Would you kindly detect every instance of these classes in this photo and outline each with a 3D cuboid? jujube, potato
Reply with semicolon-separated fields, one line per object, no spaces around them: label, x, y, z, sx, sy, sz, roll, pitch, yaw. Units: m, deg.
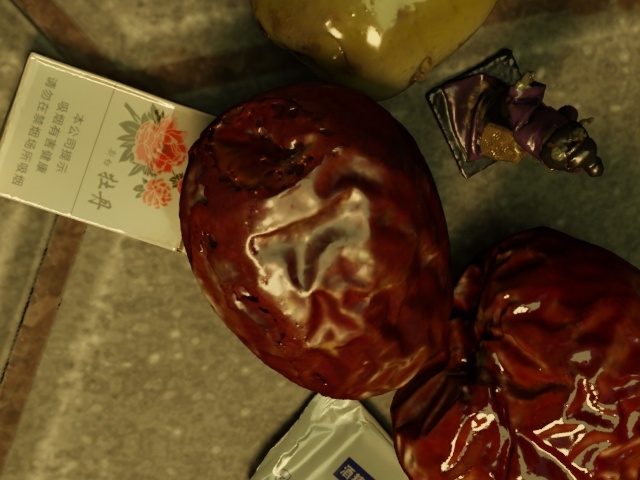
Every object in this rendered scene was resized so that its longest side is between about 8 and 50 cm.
jujube;0.175;0.113;0.849;0.213;0.213;0.232;25;97;-20
potato;0.049;-0.198;0.767;0.154;0.137;0.200;40;94;-20
jujube;0.000;0.000;0.778;0.183;0.183;0.243;-32;137;-4

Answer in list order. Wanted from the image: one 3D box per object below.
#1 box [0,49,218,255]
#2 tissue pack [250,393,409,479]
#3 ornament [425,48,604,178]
box;-0.137;-0.058;0.816;0.198;0.029;0.109;18;99;-18
tissue pack;0.034;0.221;0.940;0.122;0.026;0.193;-46;111;1
ornament;0.151;-0.090;0.797;0.088;0.203;0.081;-30;103;-3
